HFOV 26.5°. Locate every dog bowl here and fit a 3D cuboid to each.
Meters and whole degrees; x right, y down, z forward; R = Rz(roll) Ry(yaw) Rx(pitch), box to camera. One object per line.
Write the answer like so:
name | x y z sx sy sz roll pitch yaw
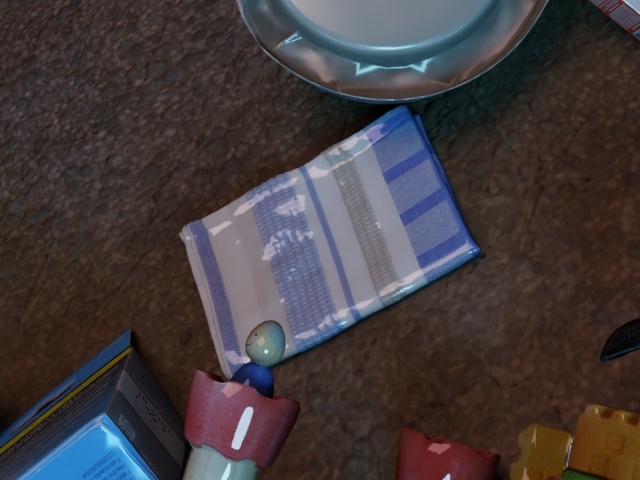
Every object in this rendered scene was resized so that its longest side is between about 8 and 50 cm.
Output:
dog bowl | 0.066 -0.298 1.376 0.348 0.102 0.349 0 80 1

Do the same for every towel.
towel | 0.000 0.000 1.361 0.285 0.034 0.209 -28 52 11

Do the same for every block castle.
block castle | 0.124 0.197 0.916 0.453 0.303 0.213 7 79 55

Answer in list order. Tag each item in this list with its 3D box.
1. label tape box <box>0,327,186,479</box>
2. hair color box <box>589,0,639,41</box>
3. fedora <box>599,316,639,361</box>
label tape box | -0.246 0.227 1.280 0.240 0.106 0.334 -38 9 3
hair color box | 0.285 -0.272 1.297 0.167 0.053 0.093 38 80 -5
fedora | 0.365 0.082 0.968 0.334 0.334 0.153 -24 81 15
